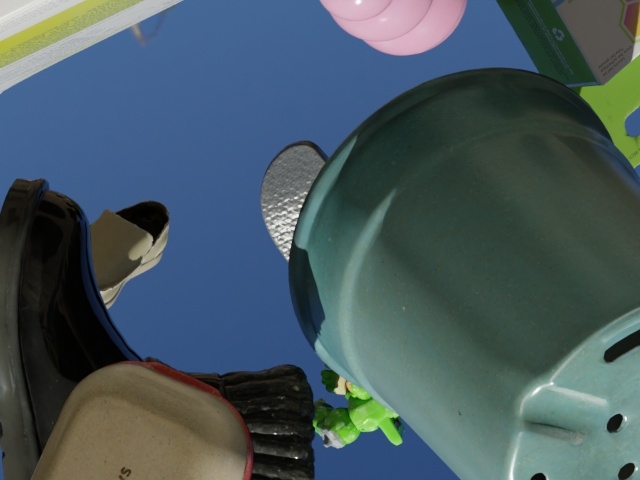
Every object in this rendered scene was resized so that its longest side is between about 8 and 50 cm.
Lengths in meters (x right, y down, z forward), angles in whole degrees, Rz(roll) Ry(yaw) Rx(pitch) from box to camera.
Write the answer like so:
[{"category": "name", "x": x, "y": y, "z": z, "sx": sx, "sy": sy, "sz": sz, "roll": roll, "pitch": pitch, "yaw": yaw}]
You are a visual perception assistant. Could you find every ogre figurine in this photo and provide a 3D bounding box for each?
[{"category": "ogre figurine", "x": 0.065, "y": 0.163, "z": 1.511, "sx": 0.197, "sy": 0.097, "sz": 0.118, "roll": -14, "pitch": -162, "yaw": 6}]

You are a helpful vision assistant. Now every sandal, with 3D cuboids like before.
[{"category": "sandal", "x": -0.001, "y": 0.001, "z": 1.579, "sx": 0.097, "sy": 0.254, "sz": 0.054, "roll": -14, "pitch": -154, "yaw": 11}]

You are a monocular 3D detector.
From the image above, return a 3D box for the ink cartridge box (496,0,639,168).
[{"category": "ink cartridge box", "x": 0.324, "y": -0.210, "z": 1.423, "sx": 0.189, "sy": 0.255, "sz": 0.097, "roll": -40, "pitch": -163, "yaw": -17}]

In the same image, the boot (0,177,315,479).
[{"category": "boot", "x": -0.135, "y": 0.113, "z": 1.167, "sx": 0.260, "sy": 0.348, "sz": 0.131, "roll": -3, "pitch": -164, "yaw": -2}]

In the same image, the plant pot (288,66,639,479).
[{"category": "plant pot", "x": 0.188, "y": 0.072, "z": 1.143, "sx": 0.341, "sy": 0.341, "sz": 0.334, "roll": -29, "pitch": -147, "yaw": -7}]

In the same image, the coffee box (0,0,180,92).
[{"category": "coffee box", "x": -0.156, "y": -0.286, "z": 0.732, "sx": 0.338, "sy": 0.338, "sz": 0.334, "roll": -26, "pitch": -173, "yaw": 8}]

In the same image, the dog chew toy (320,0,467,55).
[{"category": "dog chew toy", "x": 0.098, "y": -0.397, "z": 2.147, "sx": 0.206, "sy": 0.207, "sz": 0.332, "roll": -2, "pitch": -178, "yaw": 27}]

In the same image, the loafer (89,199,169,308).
[{"category": "loafer", "x": -0.278, "y": 0.011, "z": 1.809, "sx": 0.102, "sy": 0.092, "sz": 0.268, "roll": 29, "pitch": -153, "yaw": 7}]

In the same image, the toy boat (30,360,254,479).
[{"category": "toy boat", "x": -0.135, "y": 0.211, "z": 1.032, "sx": 0.151, "sy": 0.151, "sz": 0.231, "roll": 22, "pitch": -96, "yaw": 18}]
